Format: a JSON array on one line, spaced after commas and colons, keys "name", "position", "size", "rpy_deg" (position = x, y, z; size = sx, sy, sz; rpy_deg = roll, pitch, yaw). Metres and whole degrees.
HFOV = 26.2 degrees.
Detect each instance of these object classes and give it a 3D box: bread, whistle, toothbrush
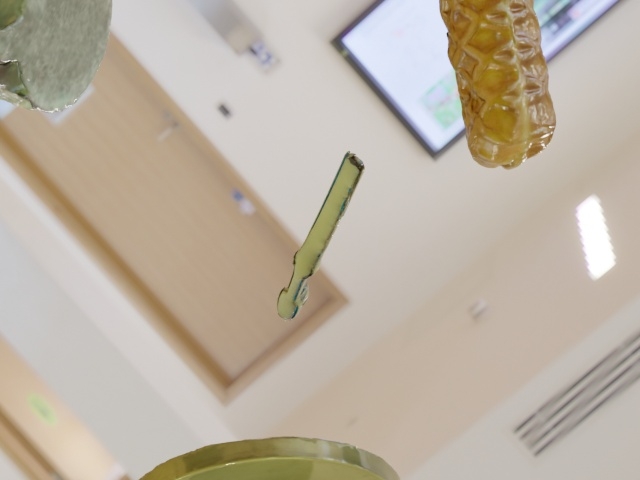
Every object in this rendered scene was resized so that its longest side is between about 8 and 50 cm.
[{"name": "bread", "position": [0.087, -0.114, 0.712], "size": [0.052, 0.157, 0.044], "rpy_deg": [-11, -179, -36]}, {"name": "whistle", "position": [-0.364, -0.227, 1.390], "size": [0.405, 0.168, 0.188], "rpy_deg": [-27, 130, -66]}, {"name": "toothbrush", "position": [-0.004, 0.003, 1.208], "size": [0.028, 0.026, 0.294], "rpy_deg": [-45, 169, -26]}]

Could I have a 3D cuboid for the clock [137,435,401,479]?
[{"name": "clock", "position": [-0.046, 0.225, 1.113], "size": [0.235, 0.235, 0.029], "rpy_deg": [-39, -138, 33]}]
